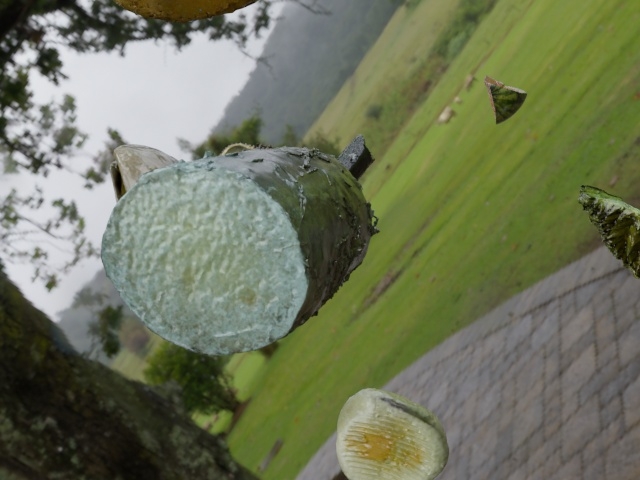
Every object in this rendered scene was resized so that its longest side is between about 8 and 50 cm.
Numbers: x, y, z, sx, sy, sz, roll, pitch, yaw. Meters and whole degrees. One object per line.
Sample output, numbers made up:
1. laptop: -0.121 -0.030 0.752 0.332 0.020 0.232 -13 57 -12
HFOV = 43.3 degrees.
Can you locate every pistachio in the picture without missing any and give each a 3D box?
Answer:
1. pistachio: -0.254 -0.058 1.317 0.153 0.238 0.138 -48 2 -39

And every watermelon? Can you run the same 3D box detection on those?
1. watermelon: 0.346 -0.266 1.488 0.069 0.086 0.163 -15 16 14

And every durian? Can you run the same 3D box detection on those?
1. durian: 0.613 -0.012 1.404 0.163 0.395 0.198 128 156 -49
2. durian: -0.116 -0.132 1.437 0.140 0.110 0.071 -17 21 8

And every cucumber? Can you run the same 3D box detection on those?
1. cucumber: 0.046 -0.143 1.889 0.241 0.074 0.074 -51 0 -21

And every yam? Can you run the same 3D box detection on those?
1. yam: -0.076 -0.007 1.025 0.241 0.241 0.348 -56 -11 23

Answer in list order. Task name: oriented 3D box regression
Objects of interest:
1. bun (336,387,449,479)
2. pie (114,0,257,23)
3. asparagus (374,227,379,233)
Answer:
1. bun: 0.154 0.423 1.710 0.243 0.244 0.153 -57 -3 10
2. pie: -0.157 -0.358 0.893 0.273 0.273 0.069 -55 15 41
3. asparagus: 0.000 0.000 1.291 0.233 0.023 0.022 -13 -9 38
